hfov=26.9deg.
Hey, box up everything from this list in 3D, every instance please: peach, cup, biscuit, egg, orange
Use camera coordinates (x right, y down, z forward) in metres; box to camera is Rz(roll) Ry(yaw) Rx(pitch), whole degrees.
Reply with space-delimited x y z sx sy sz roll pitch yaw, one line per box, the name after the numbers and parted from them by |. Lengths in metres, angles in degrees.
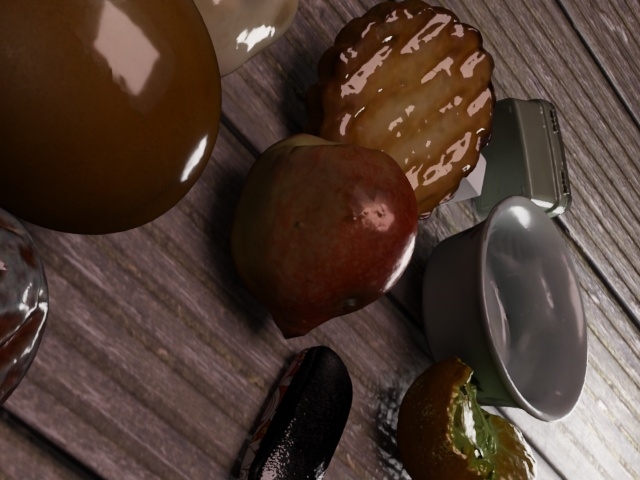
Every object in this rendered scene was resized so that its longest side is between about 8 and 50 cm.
0.000 0.000 1.664 0.232 0.232 0.257 3 97 -55 | peach
0.266 0.117 2.059 0.347 0.163 0.347 26 57 -49 | cup
0.108 -0.185 1.904 0.325 0.107 0.326 -12 111 -32 | biscuit
-0.249 -0.169 1.298 0.351 0.282 0.282 57 38 -18 | egg
0.193 0.282 1.897 0.237 0.158 0.179 51 28 -34 | orange

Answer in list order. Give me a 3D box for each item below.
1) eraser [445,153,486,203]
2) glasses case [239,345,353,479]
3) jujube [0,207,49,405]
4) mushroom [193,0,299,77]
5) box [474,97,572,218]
0.150 -0.179 2.071 0.298 0.076 0.078 47 44 -36 | eraser
-0.027 0.242 1.671 0.103 0.067 0.267 57 39 -25 | glasses case
-0.362 0.062 1.110 0.308 0.215 0.246 -39 111 -55 | jujube
-0.157 -0.355 1.509 0.325 0.353 0.353 -9 86 -25 | mushroom
0.333 -0.134 2.266 0.129 0.148 0.210 7 70 -46 | box
